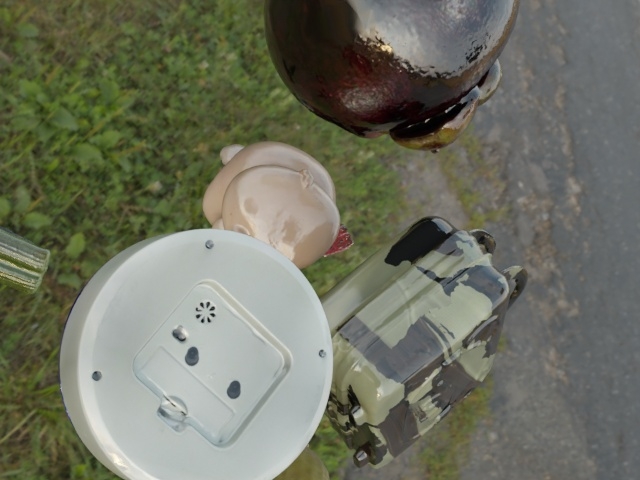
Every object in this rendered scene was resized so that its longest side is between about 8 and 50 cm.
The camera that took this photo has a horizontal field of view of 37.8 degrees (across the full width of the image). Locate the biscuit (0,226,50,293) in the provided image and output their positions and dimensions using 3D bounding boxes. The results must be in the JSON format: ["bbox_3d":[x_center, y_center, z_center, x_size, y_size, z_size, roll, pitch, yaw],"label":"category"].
[{"bbox_3d":[-0.639,-0.002,1.645,0.322,0.099,0.038,24,9,-15],"label":"biscuit"}]

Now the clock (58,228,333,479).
[{"bbox_3d":[-0.104,0.105,0.807,0.230,0.083,0.230,2,86,-25],"label":"clock"}]

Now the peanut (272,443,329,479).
[{"bbox_3d":[-0.056,0.364,1.247,0.147,0.147,0.319,45,8,-15],"label":"peanut"}]

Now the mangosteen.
[{"bbox_3d":[0.094,-0.251,1.115,0.347,0.307,0.307,53,38,-40],"label":"mangosteen"}]

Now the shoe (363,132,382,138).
[{"bbox_3d":[0.108,-0.284,1.370,0.291,0.137,0.114,-56,130,-12],"label":"shoe"}]

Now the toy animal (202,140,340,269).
[{"bbox_3d":[-0.071,-0.052,1.417,0.210,0.221,0.229,32,66,-12],"label":"toy animal"}]

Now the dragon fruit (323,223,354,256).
[{"bbox_3d":[-0.001,-0.003,2.043,0.131,0.097,0.063,-29,60,-7],"label":"dragon fruit"}]

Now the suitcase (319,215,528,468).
[{"bbox_3d":[0.130,0.122,1.280,0.339,0.351,0.194,-38,66,-15],"label":"suitcase"}]
